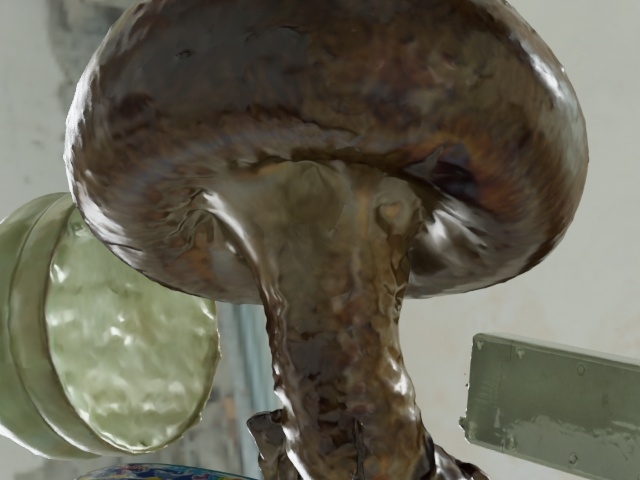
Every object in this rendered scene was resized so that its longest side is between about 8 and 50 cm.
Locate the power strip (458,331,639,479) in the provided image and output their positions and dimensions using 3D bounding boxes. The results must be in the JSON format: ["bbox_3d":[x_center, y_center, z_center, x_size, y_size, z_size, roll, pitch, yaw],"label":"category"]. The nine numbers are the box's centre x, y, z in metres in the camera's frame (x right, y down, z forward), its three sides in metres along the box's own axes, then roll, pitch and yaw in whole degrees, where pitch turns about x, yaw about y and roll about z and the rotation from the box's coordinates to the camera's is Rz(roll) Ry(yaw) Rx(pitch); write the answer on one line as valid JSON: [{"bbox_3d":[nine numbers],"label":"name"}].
[{"bbox_3d":[0.241,0.147,1.294,0.367,0.043,0.106,9,-86,54],"label":"power strip"}]

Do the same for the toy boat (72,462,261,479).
[{"bbox_3d":[-0.088,0.167,0.809,0.175,0.110,0.091,12,-63,11],"label":"toy boat"}]

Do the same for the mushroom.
[{"bbox_3d":[-0.016,-0.010,1.011,0.331,0.334,0.356,17,-108,26],"label":"mushroom"}]

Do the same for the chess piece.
[{"bbox_3d":[-0.327,0.098,1.425,0.442,0.234,0.234,-11,-100,34],"label":"chess piece"}]
